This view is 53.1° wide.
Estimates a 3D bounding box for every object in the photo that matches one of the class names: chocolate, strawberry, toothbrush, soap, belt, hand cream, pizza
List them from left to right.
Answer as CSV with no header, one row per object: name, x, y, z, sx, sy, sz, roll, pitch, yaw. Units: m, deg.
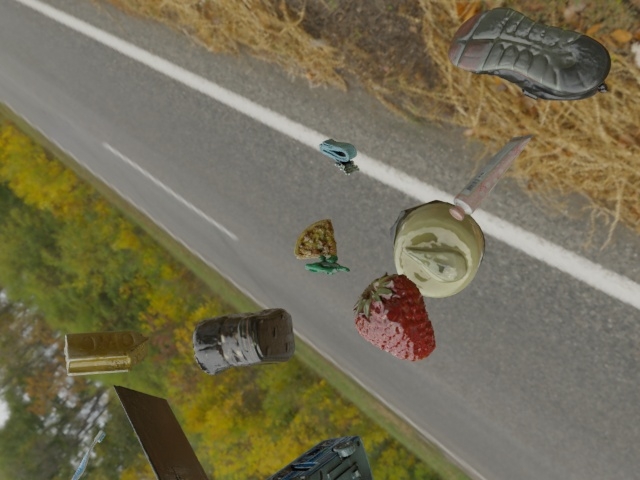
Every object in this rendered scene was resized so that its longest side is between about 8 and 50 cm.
toothbrush,-0.440,0.420,1.163,0.014,0.162,0.017,10,144,28
soap,-0.687,0.360,2.073,0.160,0.257,0.080,-135,50,-56
pizza,-0.001,0.000,1.996,0.134,0.175,0.046,24,151,17
belt,0.064,-0.308,2.294,0.179,0.065,0.100,32,140,49
strawberry,0.209,0.217,1.699,0.244,0.205,0.205,48,166,-15
chocolate,0.376,0.041,2.156,0.297,0.326,0.314,-30,-77,-63
hand cream,0.316,-0.122,1.195,0.043,0.210,0.067,45,169,-15

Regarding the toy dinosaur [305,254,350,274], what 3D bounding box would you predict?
toy dinosaur,0.023,0.081,1.914,0.132,0.059,0.096,6,-168,9

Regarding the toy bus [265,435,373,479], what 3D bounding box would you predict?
toy bus,-0.013,0.462,1.186,0.134,0.246,0.114,-16,91,40

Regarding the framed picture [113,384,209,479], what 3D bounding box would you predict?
framed picture,-0.459,0.574,1.867,0.339,0.014,0.255,49,-177,32

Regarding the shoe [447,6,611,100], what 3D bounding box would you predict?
shoe,0.359,-0.310,1.091,0.291,0.114,0.137,29,-168,34

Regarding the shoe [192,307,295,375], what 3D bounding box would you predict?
shoe,-0.224,0.296,1.880,0.384,0.237,0.171,8,-109,-75
